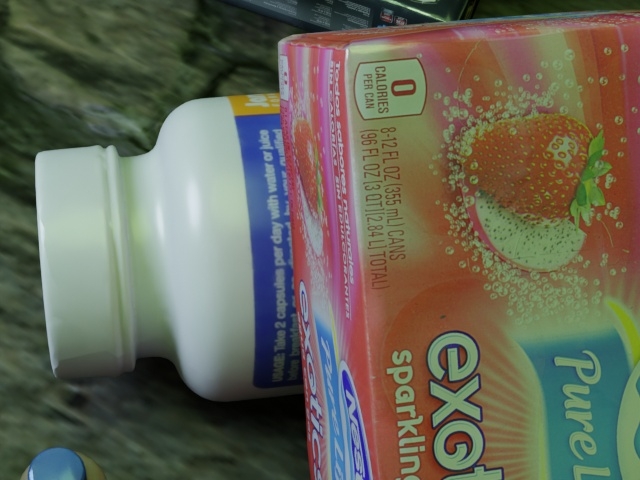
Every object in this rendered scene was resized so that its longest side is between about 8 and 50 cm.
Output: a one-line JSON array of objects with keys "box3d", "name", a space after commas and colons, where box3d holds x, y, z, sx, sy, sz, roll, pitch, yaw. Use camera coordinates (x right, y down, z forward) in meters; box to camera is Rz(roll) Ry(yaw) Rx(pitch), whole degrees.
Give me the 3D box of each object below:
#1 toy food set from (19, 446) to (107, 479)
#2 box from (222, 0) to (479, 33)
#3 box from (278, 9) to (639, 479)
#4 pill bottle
[{"box3d": [-0.082, 0.168, 0.563, 0.111, 0.104, 0.232, -35, 65, -26], "name": "toy food set"}, {"box3d": [0.010, -0.216, 0.882, 0.220, 0.051, 0.175, 19, 55, 8], "name": "box"}, {"box3d": [0.078, 0.062, 0.535, 0.154, 0.142, 0.299, -6, 100, -11], "name": "box"}, {"box3d": [0.000, 0.000, 0.663, 0.272, 0.152, 0.152, -4, 55, -9], "name": "pill bottle"}]
